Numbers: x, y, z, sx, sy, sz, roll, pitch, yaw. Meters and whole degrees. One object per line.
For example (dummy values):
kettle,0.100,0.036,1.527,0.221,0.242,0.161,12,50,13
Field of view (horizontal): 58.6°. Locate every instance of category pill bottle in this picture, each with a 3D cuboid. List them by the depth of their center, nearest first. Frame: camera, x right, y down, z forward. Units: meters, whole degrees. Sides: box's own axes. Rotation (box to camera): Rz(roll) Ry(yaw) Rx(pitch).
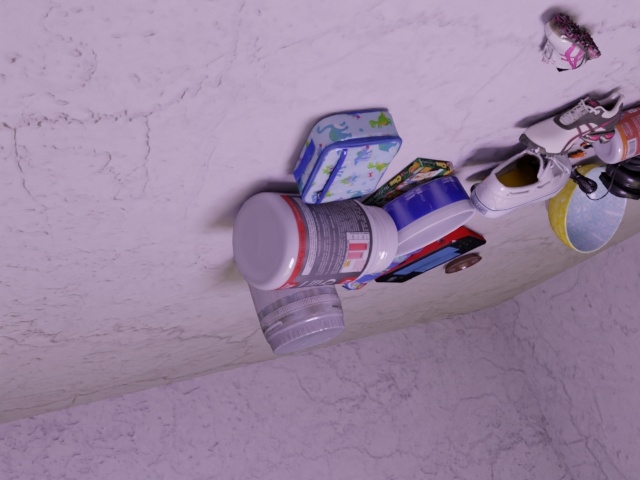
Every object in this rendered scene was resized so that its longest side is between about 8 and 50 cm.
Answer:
pill bottle,0.000,0.000,1.305,0.363,0.210,0.210,-1,153,-43
pill bottle,0.832,-0.288,1.478,0.216,0.121,0.121,-20,161,-2

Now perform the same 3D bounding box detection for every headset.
headset,0.874,-0.237,1.640,0.394,0.185,0.243,-29,143,-22

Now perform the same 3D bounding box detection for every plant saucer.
plant saucer,0.606,0.095,2.437,0.168,0.029,0.168,-18,162,-6

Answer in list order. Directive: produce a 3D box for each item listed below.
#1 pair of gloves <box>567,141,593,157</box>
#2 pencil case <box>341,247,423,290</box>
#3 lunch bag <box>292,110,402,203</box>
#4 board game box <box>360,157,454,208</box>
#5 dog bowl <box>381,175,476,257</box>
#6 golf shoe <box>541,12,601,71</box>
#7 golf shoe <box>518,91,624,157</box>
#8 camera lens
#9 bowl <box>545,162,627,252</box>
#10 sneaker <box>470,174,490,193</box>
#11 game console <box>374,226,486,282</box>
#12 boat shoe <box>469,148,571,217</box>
pair of gloves,0.756,-0.263,1.642,0.074,0.010,0.083,-7,154,-29
pencil case,0.171,0.043,1.733,0.133,0.119,0.306,9,147,-36
lunch bag,0.045,-0.156,1.117,0.176,0.090,0.219,-8,157,-23
board game box,0.203,-0.124,1.449,0.136,0.030,0.259,-5,156,-43
dog bowl,0.264,-0.058,1.488,0.265,0.104,0.265,-24,166,-6
golf shoe,0.436,-0.343,1.022,0.086,0.067,0.186,-32,158,35
golf shoe,0.587,-0.279,1.337,0.273,0.105,0.120,-17,143,-20
camera lens,-0.071,0.137,1.508,0.219,0.274,0.219,-17,161,-6
bowl,0.825,-0.116,1.834,0.289,0.289,0.156,-10,-160,-27
sneaker,0.521,-0.160,1.580,0.271,0.108,0.100,-25,149,-37
game console,0.408,0.067,2.122,0.386,0.060,0.342,-28,159,23
boat shoe,0.537,-0.184,1.435,0.367,0.136,0.156,-21,154,-30
